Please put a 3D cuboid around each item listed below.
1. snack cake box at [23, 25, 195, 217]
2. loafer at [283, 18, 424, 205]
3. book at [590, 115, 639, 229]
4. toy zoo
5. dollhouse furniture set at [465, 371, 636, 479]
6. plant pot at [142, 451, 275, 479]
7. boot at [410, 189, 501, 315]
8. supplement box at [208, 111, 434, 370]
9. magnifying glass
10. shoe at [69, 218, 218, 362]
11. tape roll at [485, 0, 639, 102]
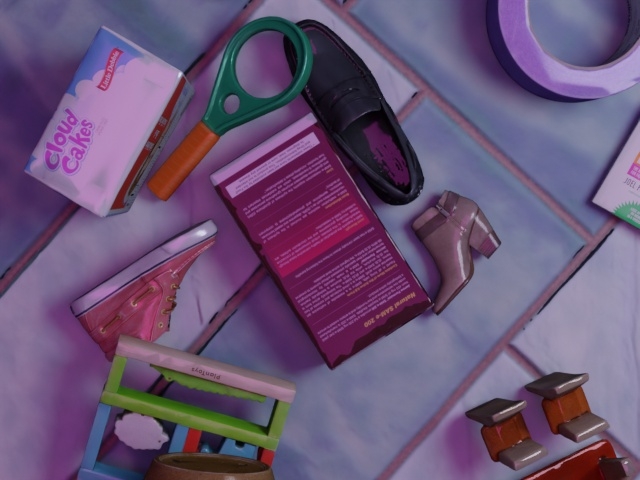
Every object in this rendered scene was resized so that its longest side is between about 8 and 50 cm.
[{"bbox_3d":[-0.199,-0.109,1.473,0.089,0.264,0.152,30,90,-3],"label":"snack cake box"},{"bbox_3d":[0.038,-0.136,1.578,0.076,0.078,0.223,-33,92,-1],"label":"loafer"},{"bbox_3d":[0.367,-0.081,1.626,0.096,0.035,0.144,29,92,0],"label":"book"},{"bbox_3d":[-0.159,0.260,1.584,0.192,0.030,0.293,16,103,-6],"label":"toy zoo"},{"bbox_3d":[0.211,0.298,1.601,0.259,0.135,0.262,-23,93,-13],"label":"dollhouse furniture set"},{"bbox_3d":[-0.115,0.344,1.492,0.237,0.237,0.254,6,91,-3],"label":"plant pot"},{"bbox_3d":[0.131,0.009,1.613,0.087,0.042,0.118,40,88,2],"label":"boot"},{"bbox_3d":[0.000,0.000,1.585,0.130,0.073,0.239,-32,93,-1],"label":"supplement box"},{"bbox_3d":[-0.098,-0.135,1.577,0.092,0.026,0.231,45,99,17],"label":"magnifying glass"},{"bbox_3d":[-0.169,0.054,1.585,0.178,0.063,0.081,-32,95,4],"label":"shoe"},{"bbox_3d":[0.272,-0.240,1.588,0.189,0.080,0.189,0,92,-2],"label":"tape roll"}]
